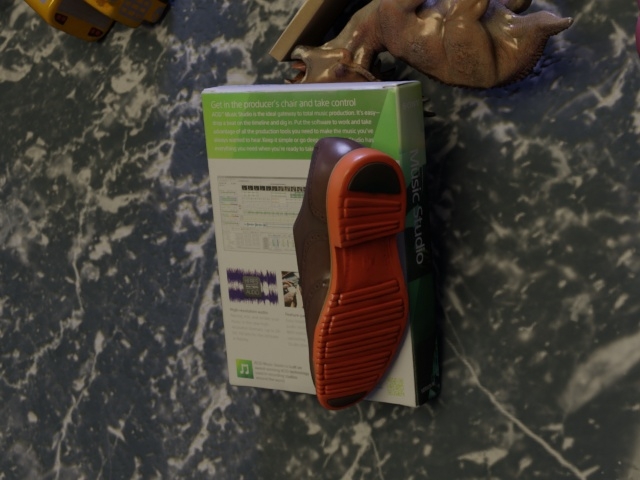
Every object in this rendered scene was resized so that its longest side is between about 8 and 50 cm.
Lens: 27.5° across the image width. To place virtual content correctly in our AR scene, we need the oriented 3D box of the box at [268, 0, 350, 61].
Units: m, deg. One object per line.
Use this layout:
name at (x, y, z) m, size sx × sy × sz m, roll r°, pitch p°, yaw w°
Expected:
box at (0.024, -0.276, 1.386) m, size 0.021 × 0.164 × 0.201 m, roll 38°, pitch 103°, yaw 2°

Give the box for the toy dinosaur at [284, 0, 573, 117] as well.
toy dinosaur at (0.125, -0.196, 1.304) m, size 0.296 × 0.127 × 0.200 m, roll 16°, pitch 109°, yaw 30°

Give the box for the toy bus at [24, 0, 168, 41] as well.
toy bus at (-0.336, -0.364, 1.666) m, size 0.333 × 0.108 × 0.130 m, roll 43°, pitch 105°, yaw 32°

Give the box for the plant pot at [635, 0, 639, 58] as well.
plant pot at (0.358, -0.233, 1.142) m, size 0.201 × 0.201 × 0.180 m, roll -33°, pitch 49°, yaw 23°

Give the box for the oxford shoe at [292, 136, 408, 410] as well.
oxford shoe at (0.023, 0.031, 1.250) m, size 0.098 × 0.097 × 0.271 m, roll 36°, pitch 126°, yaw 52°

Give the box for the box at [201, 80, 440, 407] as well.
box at (0.000, 0.000, 1.328) m, size 0.232 × 0.058 × 0.321 m, roll 3°, pitch 105°, yaw 31°
